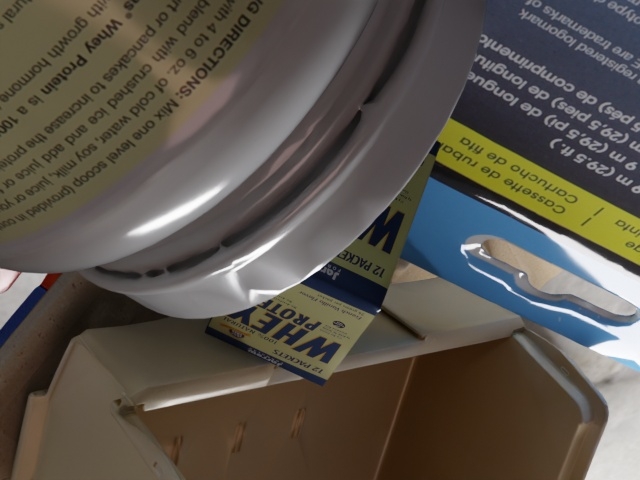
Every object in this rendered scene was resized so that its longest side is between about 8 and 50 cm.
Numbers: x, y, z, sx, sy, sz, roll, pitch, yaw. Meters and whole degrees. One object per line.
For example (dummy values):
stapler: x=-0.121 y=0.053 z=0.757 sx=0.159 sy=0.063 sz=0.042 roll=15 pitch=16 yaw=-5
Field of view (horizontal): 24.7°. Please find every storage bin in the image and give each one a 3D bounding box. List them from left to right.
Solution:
storage bin: x=-0.016 y=0.164 z=0.699 sx=0.262 sy=0.123 sz=0.260 roll=-7 pitch=122 yaw=-44

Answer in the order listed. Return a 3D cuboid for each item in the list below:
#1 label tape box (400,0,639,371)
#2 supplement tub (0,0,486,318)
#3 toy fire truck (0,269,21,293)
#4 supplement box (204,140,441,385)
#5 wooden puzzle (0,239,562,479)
label tape box: x=0.177 y=-0.081 z=0.589 sx=0.249 sy=0.115 sz=0.347 roll=26 pitch=145 yaw=-15
supplement tub: x=-0.119 y=-0.133 z=0.477 sx=0.235 sy=0.235 sz=0.325 roll=-38 pitch=129 yaw=20
toy fire truck: x=-0.195 y=0.035 z=0.731 sx=0.246 sy=0.158 sz=0.217 roll=3 pitch=139 yaw=-45
supplement box: x=0.000 y=0.000 z=0.599 sx=0.056 sy=0.083 sz=0.083 roll=24 pitch=148 yaw=-4
wooden puzzle: x=-0.022 y=0.041 z=0.768 sx=0.348 sy=0.080 sz=0.322 roll=-48 pitch=141 yaw=-9
